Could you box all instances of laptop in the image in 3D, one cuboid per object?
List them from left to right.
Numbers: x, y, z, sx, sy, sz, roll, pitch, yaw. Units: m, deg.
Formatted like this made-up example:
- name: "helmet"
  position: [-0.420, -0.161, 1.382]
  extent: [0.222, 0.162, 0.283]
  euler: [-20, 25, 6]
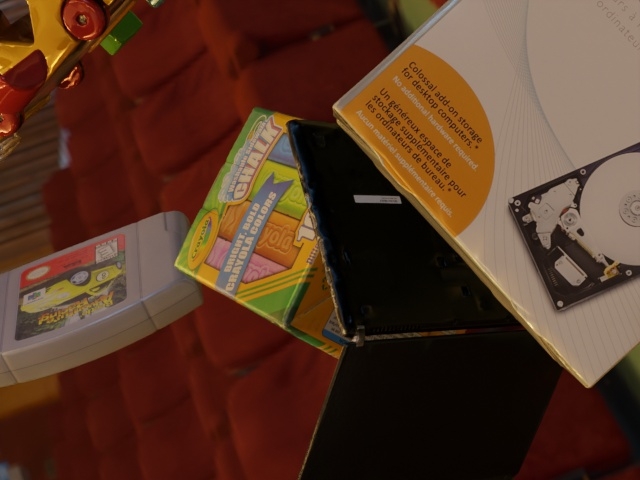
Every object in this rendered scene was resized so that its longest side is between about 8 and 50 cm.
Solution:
- name: "laptop"
  position: [0.069, 0.057, 0.978]
  extent: [0.136, 0.234, 0.264]
  euler: [-37, 62, 47]

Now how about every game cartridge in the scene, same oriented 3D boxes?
- name: "game cartridge"
  position: [-0.285, 0.073, 1.507]
  extent: [0.196, 0.294, 0.060]
  euler: [-109, -3, -55]

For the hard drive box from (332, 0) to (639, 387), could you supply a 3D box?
- name: "hard drive box"
  position: [0.149, -0.075, 0.618]
  extent: [0.181, 0.232, 0.089]
  euler: [47, -178, -1]

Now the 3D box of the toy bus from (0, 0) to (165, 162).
- name: "toy bus"
  position: [-0.187, -0.152, 0.817]
  extent: [0.104, 0.202, 0.191]
  euler: [46, 167, -7]

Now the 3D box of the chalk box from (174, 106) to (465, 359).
- name: "chalk box"
  position: [0.000, 0.000, 1.168]
  extent: [0.180, 0.179, 0.289]
  euler: [29, 176, -32]
